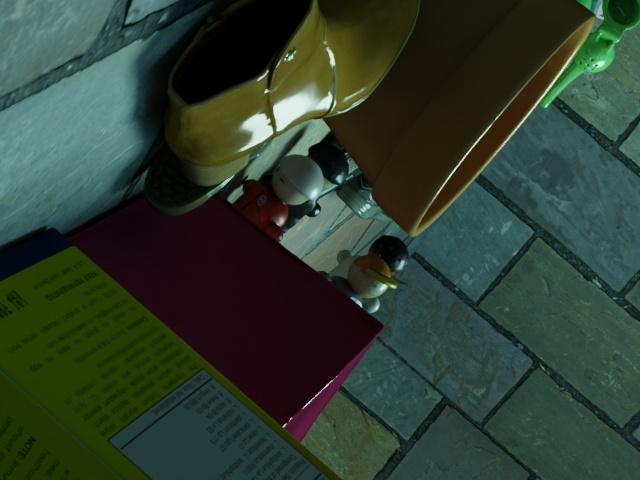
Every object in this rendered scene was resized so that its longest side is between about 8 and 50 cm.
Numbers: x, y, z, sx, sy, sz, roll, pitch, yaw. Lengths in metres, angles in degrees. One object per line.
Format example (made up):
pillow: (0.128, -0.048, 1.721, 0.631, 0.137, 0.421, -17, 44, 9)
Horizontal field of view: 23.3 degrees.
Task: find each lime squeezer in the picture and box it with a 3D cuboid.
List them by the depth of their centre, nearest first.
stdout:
lime squeezer: (0.382, -0.283, 2.032, 0.310, 0.059, 0.110, -58, 171, 24)

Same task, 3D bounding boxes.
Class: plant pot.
plant pot: (0.112, -0.178, 1.583, 0.291, 0.203, 0.291, -48, 173, -7)

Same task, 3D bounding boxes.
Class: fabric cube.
fabric cube: (-0.145, 0.132, 1.436, 0.258, 0.259, 0.254, -56, 170, 30)

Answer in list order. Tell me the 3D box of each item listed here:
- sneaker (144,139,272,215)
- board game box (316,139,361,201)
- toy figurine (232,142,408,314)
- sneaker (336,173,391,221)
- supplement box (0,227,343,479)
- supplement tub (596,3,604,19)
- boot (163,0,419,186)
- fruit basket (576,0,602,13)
sneaker: (-0.085, -0.085, 1.417, 0.192, 0.064, 0.086, -50, 169, -18)
board game box: (0.064, -0.126, 2.054, 0.186, 0.026, 0.126, -32, 167, -12)
toy figurine: (0.000, 0.000, 1.796, 0.148, 0.209, 0.213, -40, 176, 14)
sneaker: (0.110, -0.099, 2.439, 0.130, 0.087, 0.227, -44, 169, 11)
supplement box: (-0.170, 0.192, 1.189, 0.195, 0.356, 0.194, -53, 171, 25)
supplement tub: (0.481, -0.416, 2.209, 0.191, 0.191, 0.272, -48, -164, -11)
boot: (-0.011, -0.168, 1.292, 0.295, 0.104, 0.211, -43, 172, -17)
fruit basket: (0.278, -0.268, 2.092, 0.327, 0.165, 0.353, -9, 120, -78)
